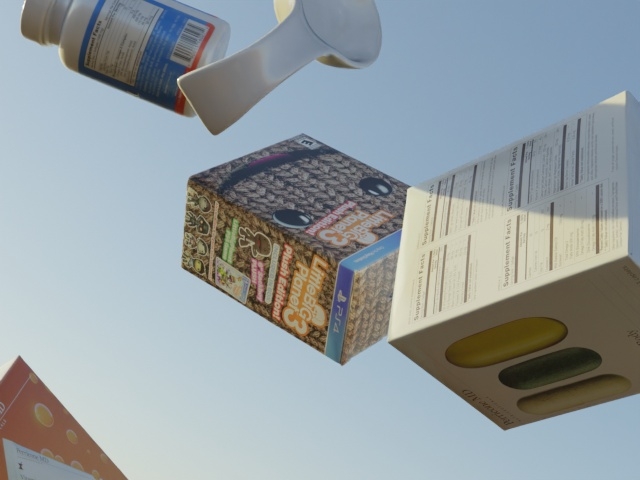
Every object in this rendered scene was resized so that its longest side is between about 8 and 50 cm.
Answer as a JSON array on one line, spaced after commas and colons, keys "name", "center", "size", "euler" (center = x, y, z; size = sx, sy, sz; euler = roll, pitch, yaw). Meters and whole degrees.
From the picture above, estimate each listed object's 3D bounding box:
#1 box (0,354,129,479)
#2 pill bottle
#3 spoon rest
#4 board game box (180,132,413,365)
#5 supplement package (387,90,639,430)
[{"name": "box", "center": [-0.354, 0.354, 1.419], "size": [0.345, 0.168, 0.215], "euler": [52, 16, -14]}, {"name": "pill bottle", "center": [-0.227, -0.237, 1.338], "size": [0.222, 0.124, 0.124], "euler": [23, -17, 0]}, {"name": "spoon rest", "center": [-0.015, -0.184, 0.999], "size": [0.084, 0.276, 0.137], "euler": [-21, -70, 38]}, {"name": "board game box", "center": [0.000, 0.000, 1.518], "size": [0.291, 0.232, 0.141], "euler": [28, -54, 30]}, {"name": "supplement package", "center": [0.235, 0.030, 1.115], "size": [0.263, 0.198, 0.199], "euler": [-24, -49, 37]}]
